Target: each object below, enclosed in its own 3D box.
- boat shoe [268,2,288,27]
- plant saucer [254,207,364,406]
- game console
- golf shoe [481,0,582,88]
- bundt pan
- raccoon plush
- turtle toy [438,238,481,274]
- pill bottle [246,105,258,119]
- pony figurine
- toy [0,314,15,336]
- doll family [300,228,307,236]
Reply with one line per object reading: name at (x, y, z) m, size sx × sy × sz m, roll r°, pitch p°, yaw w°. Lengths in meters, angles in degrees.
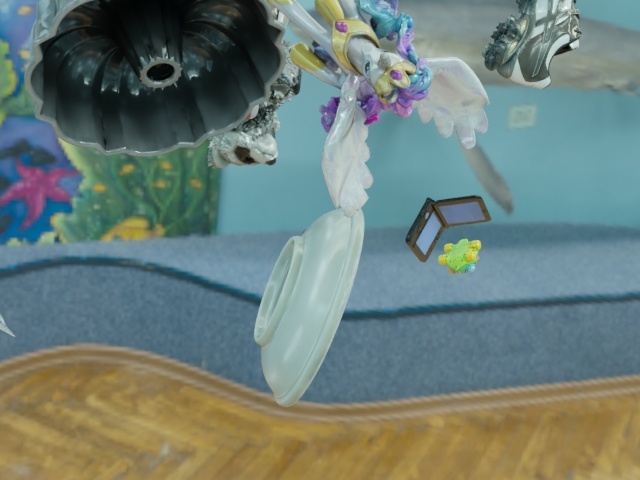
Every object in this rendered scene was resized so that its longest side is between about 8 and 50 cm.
boat shoe at (-0.138, -0.481, 2.427) m, size 0.097 × 0.324 × 0.116 m, roll 11°, pitch -17°, yaw 1°
plant saucer at (-0.041, 0.105, 1.898) m, size 0.100 × 0.400 × 0.400 m, roll 21°, pitch 22°, yaw -10°
game console at (0.187, -0.016, 1.481) m, size 0.071 × 0.107 × 0.122 m, roll 27°, pitch -7°, yaw 23°
golf shoe at (0.275, -0.271, 1.210) m, size 0.094 × 0.198 × 0.077 m, roll 31°, pitch -1°, yaw -7°
bundt pan at (-0.216, -0.256, 1.296) m, size 0.331 × 0.331 × 0.124 m, roll -4°, pitch 57°, yaw -26°
raccoon plush at (-0.197, -0.376, 2.282) m, size 0.216 × 0.299 × 0.446 m, roll -10°, pitch 71°, yaw -22°
turtle toy at (0.348, 0.038, 2.476) m, size 0.095 × 0.066 × 0.130 m, roll -7°, pitch 28°, yaw 30°
pill bottle at (-0.195, -0.224, 1.573) m, size 0.180 × 0.108 × 0.108 m, roll -14°, pitch 29°, yaw -15°
pony figurine at (0.067, -0.251, 1.588) m, size 0.303 × 0.351 × 0.363 m, roll -37°, pitch 54°, yaw -4°
toy at (-0.635, 0.104, 1.691) m, size 0.237 × 0.056 × 0.137 m, roll 37°, pitch -3°, yaw -34°
doll family at (0.000, 0.000, 2.596) m, size 0.111 × 0.076 × 0.193 m, roll 26°, pitch -21°, yaw -6°
